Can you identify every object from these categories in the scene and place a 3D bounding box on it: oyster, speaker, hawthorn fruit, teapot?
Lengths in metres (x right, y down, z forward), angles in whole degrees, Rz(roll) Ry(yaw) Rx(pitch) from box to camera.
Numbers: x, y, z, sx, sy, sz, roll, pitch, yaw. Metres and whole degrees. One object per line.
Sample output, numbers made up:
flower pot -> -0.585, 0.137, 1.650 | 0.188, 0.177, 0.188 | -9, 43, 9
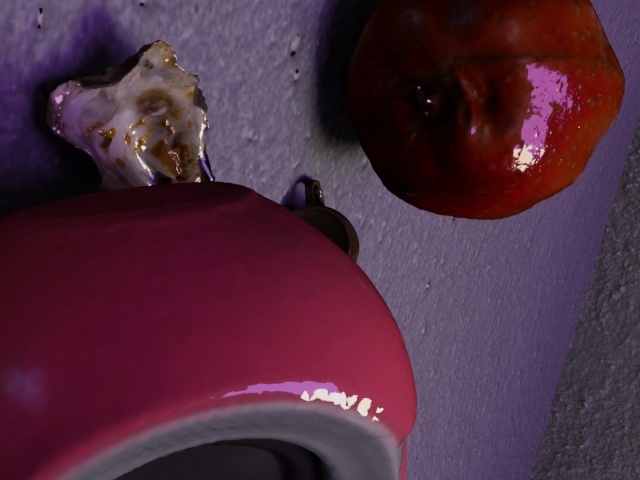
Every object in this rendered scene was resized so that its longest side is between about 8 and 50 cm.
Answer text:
oyster -> -0.117, -0.065, 0.592 | 0.103, 0.051, 0.148 | -43, 138, -21
speaker -> -0.092, 0.113, 0.518 | 0.294, 0.294, 0.294 | -42, 142, -44
hawthorn fruit -> 0.142, -0.139, 0.817 | 0.300, 0.254, 0.254 | -16, 122, -69
teapot -> 0.000, 0.000, 0.849 | 0.068, 0.076, 0.121 | 24, 56, -74
